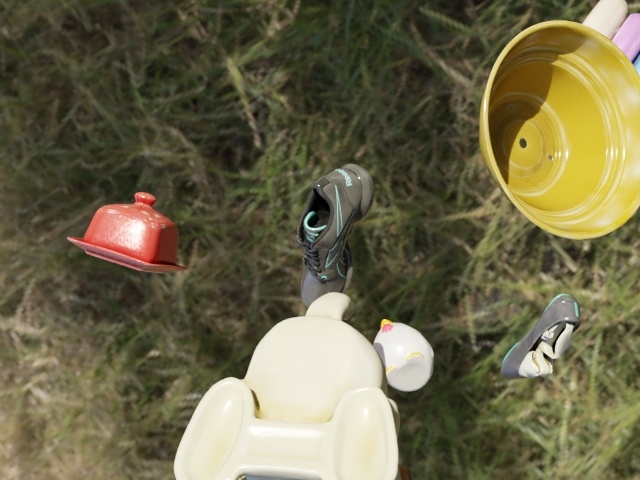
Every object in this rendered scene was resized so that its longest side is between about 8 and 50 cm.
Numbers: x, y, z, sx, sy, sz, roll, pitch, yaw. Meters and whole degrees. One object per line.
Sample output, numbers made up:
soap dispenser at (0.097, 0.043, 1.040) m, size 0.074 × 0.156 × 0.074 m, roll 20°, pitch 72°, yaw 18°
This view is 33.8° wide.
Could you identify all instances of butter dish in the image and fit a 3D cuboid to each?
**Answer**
butter dish at (-0.293, -0.019, 1.675) m, size 0.160 × 0.118 × 0.160 m, roll 17°, pitch 180°, yaw 15°

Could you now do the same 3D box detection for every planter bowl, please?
planter bowl at (0.228, -0.105, 1.065) m, size 0.217 × 0.217 × 0.090 m, roll 57°, pitch 154°, yaw -11°

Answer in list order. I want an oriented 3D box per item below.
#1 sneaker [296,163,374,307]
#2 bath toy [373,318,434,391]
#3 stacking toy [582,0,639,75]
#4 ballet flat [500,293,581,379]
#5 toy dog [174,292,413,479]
sneaker at (0.000, 0.000, 1.690) m, size 0.101 × 0.106 × 0.267 m, roll 34°, pitch 124°, yaw 34°
bath toy at (0.011, 0.223, 1.716) m, size 0.129 × 0.348 × 0.151 m, roll -110°, pitch -5°, yaw -53°
stacking toy at (0.420, -0.132, 1.172) m, size 0.330 × 0.141 × 0.141 m, roll 35°, pitch 151°, yaw 9°
ballet flat at (0.360, 0.176, 1.709) m, size 0.074 × 0.074 × 0.203 m, roll 42°, pitch 126°, yaw 18°
toy dog at (-0.009, 0.317, 1.514) m, size 0.285 × 0.395 × 0.408 m, roll -6°, pitch 139°, yaw 8°
